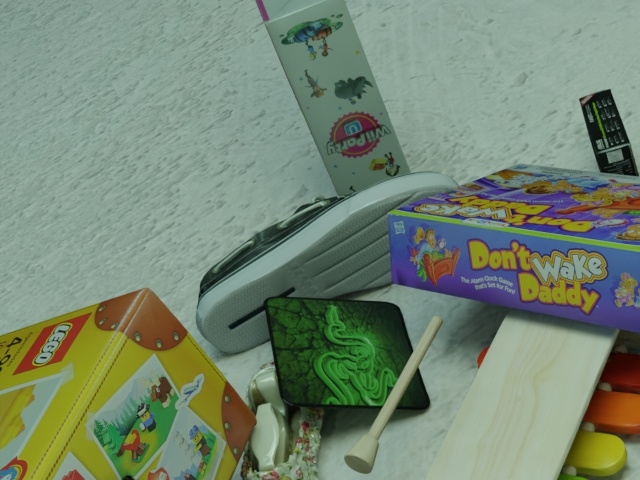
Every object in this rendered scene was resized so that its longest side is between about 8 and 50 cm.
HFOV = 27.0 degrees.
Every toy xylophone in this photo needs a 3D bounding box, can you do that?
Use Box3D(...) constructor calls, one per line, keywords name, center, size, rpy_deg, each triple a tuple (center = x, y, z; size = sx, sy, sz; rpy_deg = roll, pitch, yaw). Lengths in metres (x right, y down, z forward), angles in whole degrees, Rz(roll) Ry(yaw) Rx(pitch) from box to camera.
Box3D(name="toy xylophone", center=(0.171, 0.164, 1.212), size=(0.236, 0.081, 0.322), rpy_deg=(9, 46, 40))

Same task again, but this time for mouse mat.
Box3D(name="mouse mat", center=(0.024, 0.114, 1.382), size=(0.153, 0.007, 0.189), rpy_deg=(3, 32, -11))

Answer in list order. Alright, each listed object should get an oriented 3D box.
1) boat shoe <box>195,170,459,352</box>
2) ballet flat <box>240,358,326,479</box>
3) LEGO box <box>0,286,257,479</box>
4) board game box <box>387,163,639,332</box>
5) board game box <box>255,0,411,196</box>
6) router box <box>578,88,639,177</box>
Box3D(name="boat shoe", center=(0.000, 0.000, 1.514), size=(0.335, 0.121, 0.119), rpy_deg=(-26, 38, 3))
Box3D(name="ballet flat", center=(-0.041, 0.179, 1.336), size=(0.091, 0.077, 0.241), rpy_deg=(-19, 33, 8))
Box3D(name="LEGO box", center=(-0.323, 0.312, 1.166), size=(0.373, 0.193, 0.500), rpy_deg=(-18, 31, 33))
Box3D(name="board game box", center=(0.273, 0.002, 1.292), size=(0.347, 0.078, 0.233), rpy_deg=(10, 21, 41))
Box3D(name="board game box", center=(0.013, -0.191, 1.603), size=(0.098, 0.303, 0.224), rpy_deg=(-23, 33, 3))
Box3D(name="router box", center=(0.321, -0.096, 1.464), size=(0.038, 0.092, 0.122), rpy_deg=(-17, 34, 12))
